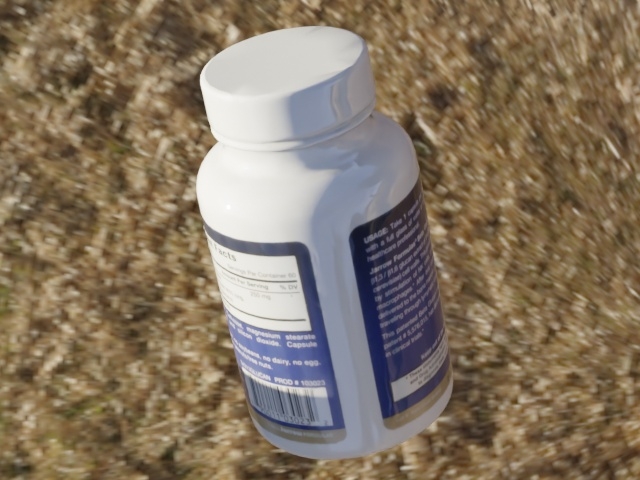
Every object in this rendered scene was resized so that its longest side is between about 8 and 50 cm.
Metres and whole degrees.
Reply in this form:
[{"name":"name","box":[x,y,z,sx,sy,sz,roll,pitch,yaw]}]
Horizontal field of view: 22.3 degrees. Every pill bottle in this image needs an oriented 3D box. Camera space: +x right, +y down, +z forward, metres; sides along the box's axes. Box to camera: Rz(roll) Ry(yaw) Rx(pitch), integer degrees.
[{"name":"pill bottle","box":[0.000,0.000,0.692,0.094,0.094,0.169,-3,120,15]}]
